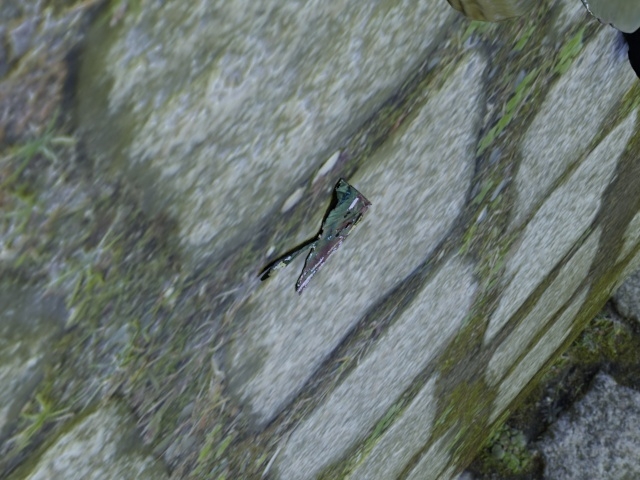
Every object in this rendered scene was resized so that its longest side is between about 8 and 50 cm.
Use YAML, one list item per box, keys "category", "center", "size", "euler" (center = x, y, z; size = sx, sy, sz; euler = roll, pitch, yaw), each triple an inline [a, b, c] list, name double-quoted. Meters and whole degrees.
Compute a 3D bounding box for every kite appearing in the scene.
- category: "kite"
  center: [0.000, 0.000, 1.056]
  size: [0.156, 0.011, 0.139]
  euler: [-32, 151, -46]

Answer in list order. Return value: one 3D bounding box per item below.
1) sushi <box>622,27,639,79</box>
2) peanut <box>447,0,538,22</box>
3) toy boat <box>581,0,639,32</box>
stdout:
- category: "sushi"
  center: [0.525, -0.269, 1.359]
  size: [0.329, 0.285, 0.328]
  euler: [-48, 161, -14]
- category: "peanut"
  center: [0.111, -0.200, 0.822]
  size: [0.093, 0.083, 0.194]
  euler: [-39, 163, 5]
- category: "toy boat"
  center: [0.271, -0.295, 1.010]
  size: [0.293, 0.111, 0.276]
  euler: [-30, 144, -29]
